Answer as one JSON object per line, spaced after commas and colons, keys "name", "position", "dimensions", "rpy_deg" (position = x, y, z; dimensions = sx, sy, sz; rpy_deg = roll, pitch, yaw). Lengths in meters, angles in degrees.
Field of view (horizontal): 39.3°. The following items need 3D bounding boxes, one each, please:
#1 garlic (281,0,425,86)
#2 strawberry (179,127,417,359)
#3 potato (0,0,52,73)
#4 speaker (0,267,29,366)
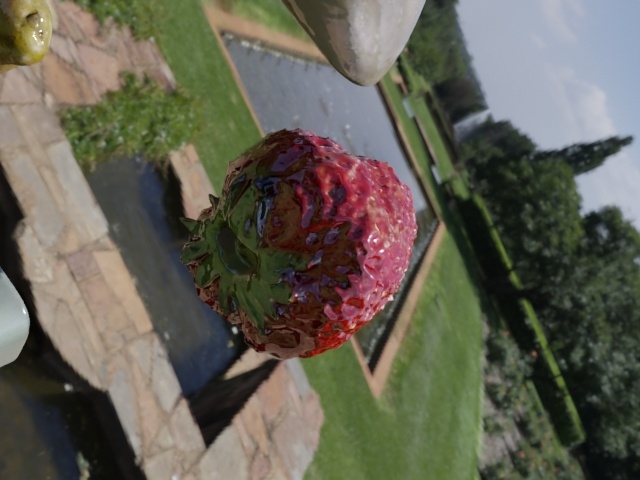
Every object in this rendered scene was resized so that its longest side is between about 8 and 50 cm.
{"name": "garlic", "position": [0.000, -0.236, 0.517], "dimensions": [0.143, 0.112, 0.318], "rpy_deg": [-54, 129, -26]}
{"name": "strawberry", "position": [0.000, 0.000, 1.019], "dimensions": [0.276, 0.257, 0.257], "rpy_deg": [-17, 82, -44]}
{"name": "potato", "position": [-0.567, -0.350, 1.368], "dimensions": [0.176, 0.369, 0.196], "rpy_deg": [47, 58, -64]}
{"name": "speaker", "position": [-0.564, 0.013, 1.136], "dimensions": [0.184, 0.183, 0.406], "rpy_deg": [-32, 82, -38]}
